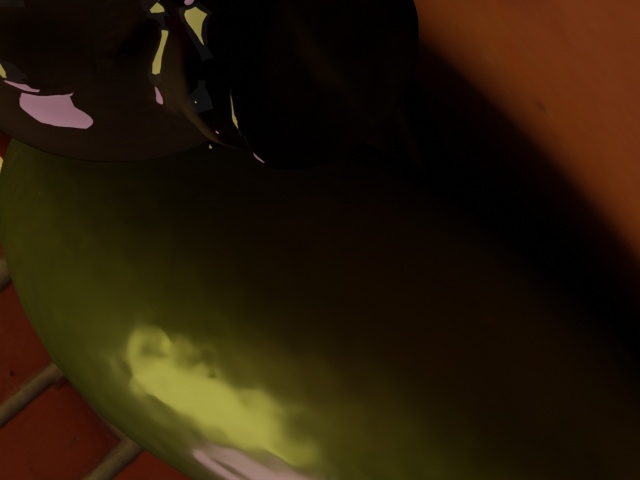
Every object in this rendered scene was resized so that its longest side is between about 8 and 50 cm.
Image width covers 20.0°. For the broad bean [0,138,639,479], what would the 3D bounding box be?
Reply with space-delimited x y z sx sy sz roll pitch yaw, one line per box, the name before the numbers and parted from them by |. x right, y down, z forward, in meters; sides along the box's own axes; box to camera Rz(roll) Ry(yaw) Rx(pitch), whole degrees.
broad bean | -0.001 0.025 0.620 0.238 0.119 0.291 33 -179 -13

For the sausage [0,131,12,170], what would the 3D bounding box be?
sausage | -0.198 -0.106 1.177 0.268 0.153 0.141 50 175 -7

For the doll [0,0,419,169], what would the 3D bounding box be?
doll | -0.080 -0.099 0.473 0.182 0.117 0.257 54 172 -35
